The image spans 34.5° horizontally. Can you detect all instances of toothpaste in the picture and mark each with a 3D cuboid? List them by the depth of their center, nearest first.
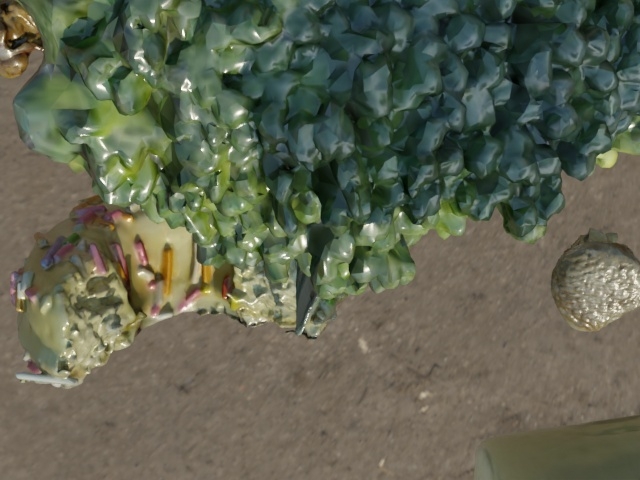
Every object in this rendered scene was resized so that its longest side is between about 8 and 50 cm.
[{"bbox_3d":[0.000,0.000,0.806,0.041,0.218,0.064,22,112,-6],"label":"toothpaste"}]

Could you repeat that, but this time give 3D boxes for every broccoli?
[{"bbox_3d":[0.009,-0.155,0.478,0.334,0.272,0.324,-16,119,-13],"label":"broccoli"}]

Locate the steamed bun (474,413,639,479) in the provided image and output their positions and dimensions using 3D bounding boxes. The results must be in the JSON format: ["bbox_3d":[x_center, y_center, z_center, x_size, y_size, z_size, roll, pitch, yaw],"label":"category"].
[{"bbox_3d":[0.291,0.350,0.743,0.371,0.290,0.456,-9,80,10],"label":"steamed bun"}]

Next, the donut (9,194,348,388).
[{"bbox_3d":[-0.165,0.029,1.182,0.371,0.307,0.150,-11,112,-10],"label":"donut"}]

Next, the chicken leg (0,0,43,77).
[{"bbox_3d":[-0.150,-0.181,0.684,0.085,0.207,0.101,40,157,-7],"label":"chicken leg"}]

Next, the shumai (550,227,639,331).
[{"bbox_3d":[0.382,0.041,1.401,0.145,0.116,0.146,9,126,13],"label":"shumai"}]
